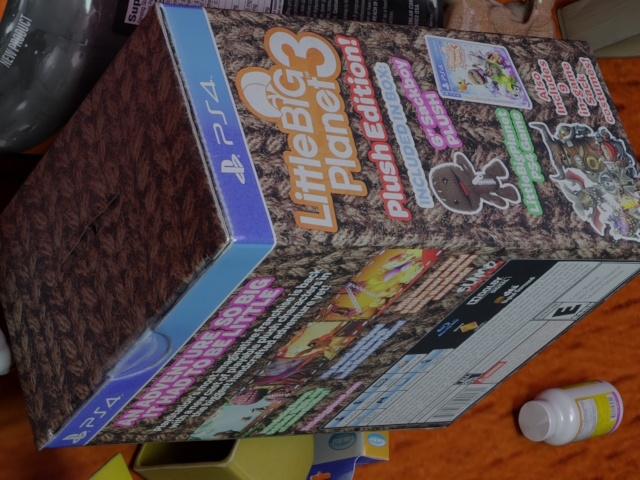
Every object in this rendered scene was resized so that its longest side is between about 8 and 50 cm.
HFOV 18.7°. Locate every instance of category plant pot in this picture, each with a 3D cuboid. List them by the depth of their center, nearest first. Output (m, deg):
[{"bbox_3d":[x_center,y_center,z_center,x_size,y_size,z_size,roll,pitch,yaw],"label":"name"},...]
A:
[{"bbox_3d":[-0.049,0.131,1.207,0.083,0.081,0.081,49,49,-33],"label":"plant pot"}]

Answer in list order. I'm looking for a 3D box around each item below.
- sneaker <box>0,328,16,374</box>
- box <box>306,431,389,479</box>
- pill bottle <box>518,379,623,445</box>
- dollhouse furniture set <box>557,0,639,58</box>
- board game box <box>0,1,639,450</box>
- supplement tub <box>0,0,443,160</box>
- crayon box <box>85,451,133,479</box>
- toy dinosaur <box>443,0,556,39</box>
[{"bbox_3d":[-0.242,0.110,1.013,0.091,0.094,0.258,51,48,-14],"label":"sneaker"},{"bbox_3d":[0.008,0.096,1.268,0.028,0.081,0.136,13,69,-42],"label":"box"},{"bbox_3d":[0.186,0.130,1.456,0.083,0.043,0.043,-5,81,-44],"label":"pill bottle"},{"bbox_3d":[0.264,-0.286,1.576,0.212,0.161,0.242,-7,82,-45],"label":"dollhouse furniture set"},{"bbox_3d":[0.000,0.000,1.087,0.291,0.232,0.141,1,59,-35],"label":"board game box"},{"bbox_3d":[-0.108,-0.141,1.141,0.338,0.207,0.207,8,72,-42],"label":"supplement tub"},{"bbox_3d":[-0.104,0.292,1.038,0.202,0.081,0.318,-36,106,-77],"label":"crayon box"},{"bbox_3d":[0.115,-0.122,1.417,0.296,0.127,0.200,7,79,-37],"label":"toy dinosaur"}]
